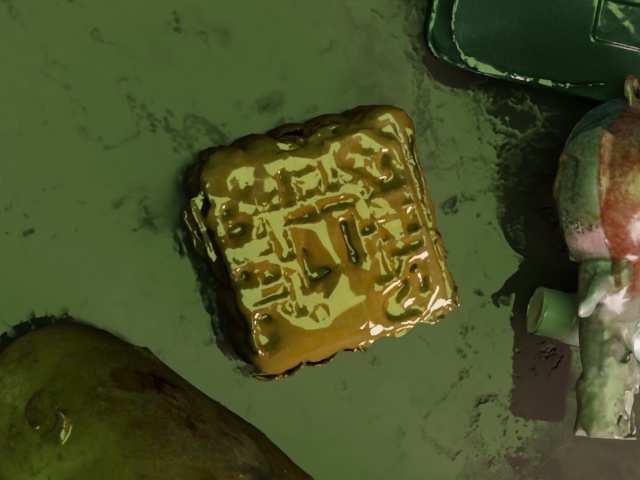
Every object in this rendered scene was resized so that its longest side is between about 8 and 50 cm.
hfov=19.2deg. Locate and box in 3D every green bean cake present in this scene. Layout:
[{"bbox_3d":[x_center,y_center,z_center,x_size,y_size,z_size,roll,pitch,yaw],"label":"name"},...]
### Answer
[{"bbox_3d":[0.000,0.000,1.759,0.224,0.131,0.229,-18,93,-9],"label":"green bean cake"}]

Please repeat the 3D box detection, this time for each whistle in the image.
[{"bbox_3d":[0.283,0.014,1.784,0.134,0.142,0.346,3,86,7],"label":"whistle"}]

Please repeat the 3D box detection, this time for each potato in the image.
[{"bbox_3d":[-0.158,0.230,1.664,0.359,0.270,0.219,39,108,-2],"label":"potato"}]

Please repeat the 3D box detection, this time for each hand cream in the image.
[{"bbox_3d":[0.304,0.089,1.865,0.205,0.050,0.078,13,92,-15],"label":"hand cream"}]

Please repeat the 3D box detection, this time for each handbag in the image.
[{"bbox_3d":[0.245,-0.304,1.832,0.239,0.089,0.326,11,88,-13],"label":"handbag"}]
